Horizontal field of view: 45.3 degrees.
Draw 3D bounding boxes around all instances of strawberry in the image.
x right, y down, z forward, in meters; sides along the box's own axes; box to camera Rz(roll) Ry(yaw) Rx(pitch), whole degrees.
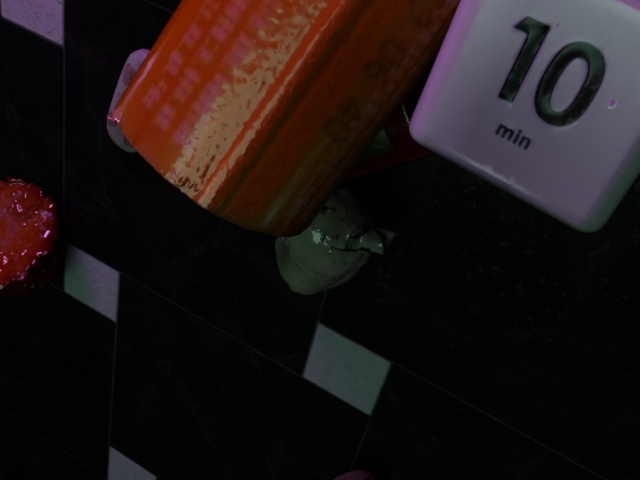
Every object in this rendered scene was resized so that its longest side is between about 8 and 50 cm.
[{"bbox_3d":[-0.518,0.032,1.280,0.234,0.234,0.178,21,153,21],"label":"strawberry"}]

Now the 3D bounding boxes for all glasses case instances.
[{"bbox_3d":[-0.253,-0.190,1.058,0.063,0.041,0.164,39,132,5],"label":"glasses case"}]

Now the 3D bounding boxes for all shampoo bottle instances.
[{"bbox_3d":[-0.007,-0.120,0.922,0.314,0.076,0.118,-13,113,37],"label":"shampoo bottle"}]

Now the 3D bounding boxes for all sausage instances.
[{"bbox_3d":[-0.026,-0.180,0.738,0.233,0.233,0.287,40,107,5],"label":"sausage"}]

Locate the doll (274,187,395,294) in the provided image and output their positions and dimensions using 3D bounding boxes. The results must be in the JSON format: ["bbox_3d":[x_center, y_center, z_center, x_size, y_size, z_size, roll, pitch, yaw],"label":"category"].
[{"bbox_3d":[0.000,0.000,0.951,0.149,0.095,0.192,31,149,2],"label":"doll"}]

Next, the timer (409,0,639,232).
[{"bbox_3d":[0.220,-0.158,0.674,0.192,0.194,0.195,31,131,13],"label":"timer"}]

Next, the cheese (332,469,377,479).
[{"bbox_3d":[0.026,0.410,1.221,0.171,0.092,0.047,-28,94,41],"label":"cheese"}]
